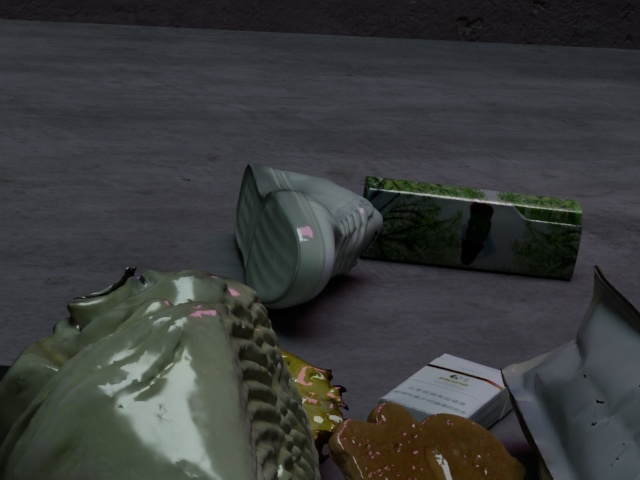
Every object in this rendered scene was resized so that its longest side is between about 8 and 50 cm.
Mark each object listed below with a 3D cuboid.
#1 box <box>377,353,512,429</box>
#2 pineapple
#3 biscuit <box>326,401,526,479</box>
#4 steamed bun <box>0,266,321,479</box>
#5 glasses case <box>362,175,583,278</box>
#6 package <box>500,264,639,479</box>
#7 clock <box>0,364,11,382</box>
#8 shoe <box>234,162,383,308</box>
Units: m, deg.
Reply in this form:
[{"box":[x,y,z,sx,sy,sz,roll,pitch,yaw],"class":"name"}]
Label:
[{"box":[0.122,0.154,1.463,0.084,0.040,0.154,13,17,25],"class":"box"},{"box":[-0.079,0.151,1.321,0.224,0.076,0.225,10,19,-4],"class":"pineapple"},{"box":[0.089,0.190,1.285,0.184,0.027,0.133,-11,52,-44],"class":"biscuit"},{"box":[-0.114,0.154,0.994,0.206,0.275,0.320,-15,-19,4],"class":"steamed bun"},{"box":[0.186,-0.014,1.926,0.272,0.095,0.062,6,22,-5],"class":"glasses case"},{"box":[0.259,0.188,1.291,0.165,0.221,0.311,-32,20,6],"class":"package"},{"box":[-0.303,0.157,1.255,0.273,0.049,0.279,4,18,-11],"class":"clock"},{"box":[0.000,0.000,1.765,0.160,0.132,0.363,9,13,-13],"class":"shoe"}]
